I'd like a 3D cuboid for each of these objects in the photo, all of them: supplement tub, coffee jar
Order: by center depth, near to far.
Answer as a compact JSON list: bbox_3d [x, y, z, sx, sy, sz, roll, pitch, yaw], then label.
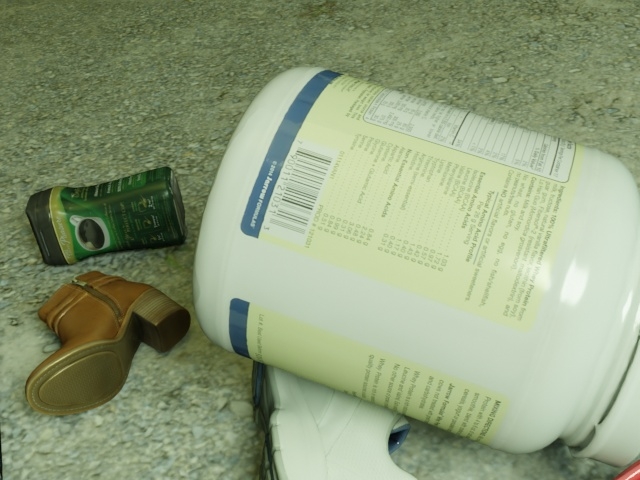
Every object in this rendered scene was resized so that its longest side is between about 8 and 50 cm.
[{"bbox_3d":[0.093,0.019,0.629,0.325,0.235,0.235,19,40,10],"label":"supplement tub"},{"bbox_3d":[-0.264,-0.029,1.028,0.184,0.096,0.079,-10,31,-3],"label":"coffee jar"}]

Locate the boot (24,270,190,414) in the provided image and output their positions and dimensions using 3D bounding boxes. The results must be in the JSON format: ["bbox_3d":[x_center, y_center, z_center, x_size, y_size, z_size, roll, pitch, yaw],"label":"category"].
[{"bbox_3d":[-0.253,0.099,0.864,0.152,0.073,0.197,20,31,34],"label":"boot"}]

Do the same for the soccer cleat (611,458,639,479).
[{"bbox_3d":[0.299,0.174,0.578,0.318,0.116,0.108,-21,36,-17],"label":"soccer cleat"}]

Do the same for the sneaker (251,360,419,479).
[{"bbox_3d":[0.006,0.142,0.733,0.129,0.111,0.297,2,37,-10],"label":"sneaker"}]

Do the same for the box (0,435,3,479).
[{"bbox_3d":[-0.442,0.211,0.743,0.295,0.073,0.293,-17,35,-12],"label":"box"}]
